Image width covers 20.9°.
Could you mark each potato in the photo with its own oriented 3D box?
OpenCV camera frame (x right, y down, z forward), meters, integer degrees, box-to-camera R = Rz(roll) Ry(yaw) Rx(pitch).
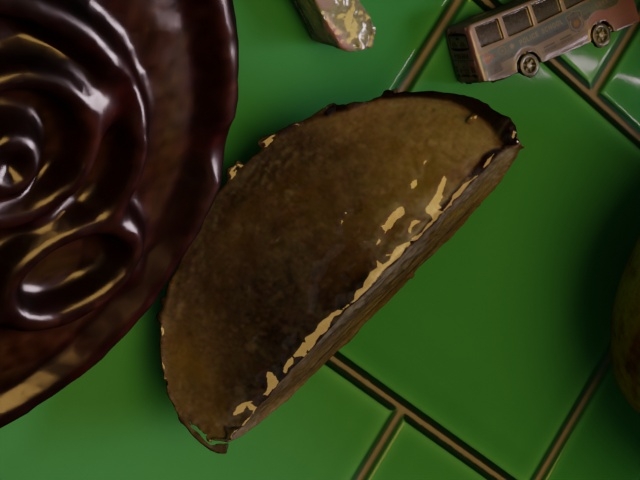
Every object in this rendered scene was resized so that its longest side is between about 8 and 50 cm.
[{"bbox_3d":[-0.001,0.002,1.062,0.261,0.100,0.120,-45,77,0],"label":"potato"}]

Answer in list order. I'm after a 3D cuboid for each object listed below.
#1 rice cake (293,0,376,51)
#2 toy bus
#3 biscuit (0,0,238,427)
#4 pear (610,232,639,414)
[{"bbox_3d":[-0.032,-0.197,1.027,0.034,0.043,0.211,-38,113,-11],"label":"rice cake"},{"bbox_3d":[0.145,-0.140,1.134,0.130,0.037,0.052,-24,103,-22],"label":"toy bus"},{"bbox_3d":[-0.215,-0.041,0.825,0.407,0.091,0.407,-20,134,-22],"label":"biscuit"},{"bbox_3d":[0.346,0.058,1.126,0.314,0.314,0.314,-4,99,-28],"label":"pear"}]
